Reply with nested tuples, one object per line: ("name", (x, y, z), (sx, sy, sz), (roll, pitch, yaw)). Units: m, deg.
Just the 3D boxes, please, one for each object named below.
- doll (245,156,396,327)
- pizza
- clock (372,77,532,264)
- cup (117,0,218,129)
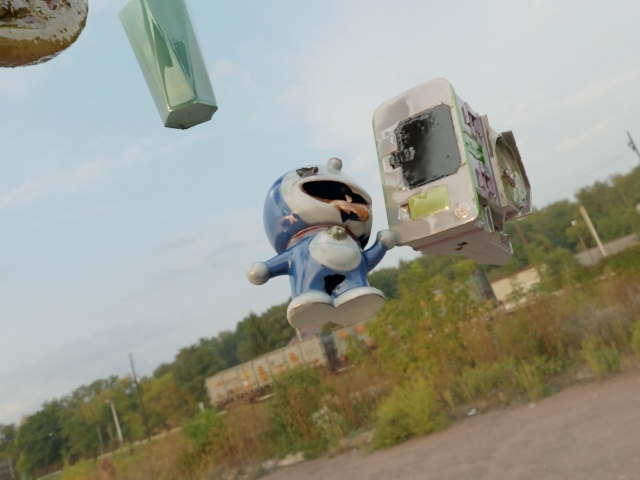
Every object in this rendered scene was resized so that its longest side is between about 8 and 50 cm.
("doll", (0.000, 0.000, 0.822), (0.215, 0.256, 0.161), (1, -45, -17))
("pizza", (-0.423, -0.346, 0.855), (0.087, 0.257, 0.268), (-37, -12, 28))
("clock", (0.238, -0.089, 0.961), (0.166, 0.235, 0.310), (-19, -23, 32))
("cup", (-0.289, -0.340, 1.137), (0.148, 0.235, 0.134), (-23, -10, 34))
